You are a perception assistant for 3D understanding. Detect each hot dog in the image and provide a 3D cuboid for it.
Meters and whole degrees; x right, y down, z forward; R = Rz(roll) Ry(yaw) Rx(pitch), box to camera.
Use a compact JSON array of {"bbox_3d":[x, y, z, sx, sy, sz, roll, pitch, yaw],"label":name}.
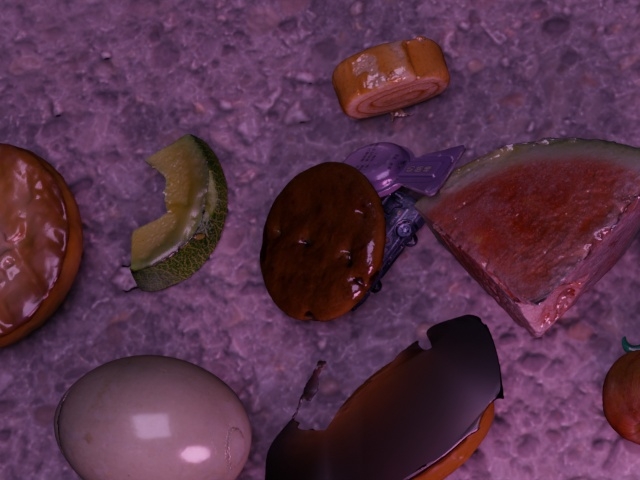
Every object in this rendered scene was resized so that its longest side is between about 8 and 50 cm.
[{"bbox_3d":[0.087,0.230,1.831,0.326,0.107,0.194,-23,61,14],"label":"hot dog"}]

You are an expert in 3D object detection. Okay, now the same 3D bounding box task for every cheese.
[{"bbox_3d":[0.090,-0.089,1.919,0.191,0.042,0.105,2,45,42],"label":"cheese"}]

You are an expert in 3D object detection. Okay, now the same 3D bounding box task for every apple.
[{"bbox_3d":[0.398,0.188,1.774,0.126,0.126,0.102,14,59,15],"label":"apple"}]

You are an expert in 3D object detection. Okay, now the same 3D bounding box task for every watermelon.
[{"bbox_3d":[0.268,-0.009,1.814,0.310,0.193,0.231,-7,72,10],"label":"watermelon"}]

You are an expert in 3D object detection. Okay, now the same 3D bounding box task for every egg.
[{"bbox_3d":[-0.207,0.234,1.839,0.253,0.186,0.186,6,75,16],"label":"egg"}]

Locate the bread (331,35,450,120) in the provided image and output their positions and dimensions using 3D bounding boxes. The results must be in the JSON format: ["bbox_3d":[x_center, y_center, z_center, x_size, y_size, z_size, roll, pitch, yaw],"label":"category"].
[{"bbox_3d":[0.092,-0.209,1.946,0.149,0.122,0.073,-19,74,6],"label":"bread"}]

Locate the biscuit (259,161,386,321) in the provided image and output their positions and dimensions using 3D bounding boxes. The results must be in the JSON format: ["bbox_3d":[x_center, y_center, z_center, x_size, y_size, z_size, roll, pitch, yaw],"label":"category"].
[{"bbox_3d":[0.000,0.000,1.901,0.212,0.036,0.212,-13,70,39],"label":"biscuit"}]

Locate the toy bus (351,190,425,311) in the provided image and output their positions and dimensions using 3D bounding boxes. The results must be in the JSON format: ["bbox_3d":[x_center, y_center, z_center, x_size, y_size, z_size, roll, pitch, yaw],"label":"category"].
[{"bbox_3d":[0.071,0.012,1.925,0.065,0.047,0.166,35,84,22],"label":"toy bus"}]

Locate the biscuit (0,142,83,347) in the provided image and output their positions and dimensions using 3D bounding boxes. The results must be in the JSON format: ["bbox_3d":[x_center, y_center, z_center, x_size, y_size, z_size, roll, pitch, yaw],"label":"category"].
[{"bbox_3d":[-0.457,0.010,2.001,0.297,0.102,0.296,-4,73,14],"label":"biscuit"}]

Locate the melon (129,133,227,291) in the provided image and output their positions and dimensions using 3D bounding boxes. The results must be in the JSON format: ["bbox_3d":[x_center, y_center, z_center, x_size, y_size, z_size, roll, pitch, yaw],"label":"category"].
[{"bbox_3d":[-0.189,-0.041,1.986,0.118,0.064,0.209,-2,71,16],"label":"melon"}]

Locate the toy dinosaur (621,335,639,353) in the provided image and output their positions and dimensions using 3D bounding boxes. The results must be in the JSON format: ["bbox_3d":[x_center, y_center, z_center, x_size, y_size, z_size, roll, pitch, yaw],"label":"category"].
[{"bbox_3d":[0.431,0.108,1.826,0.132,0.059,0.096,-25,62,-6],"label":"toy dinosaur"}]
